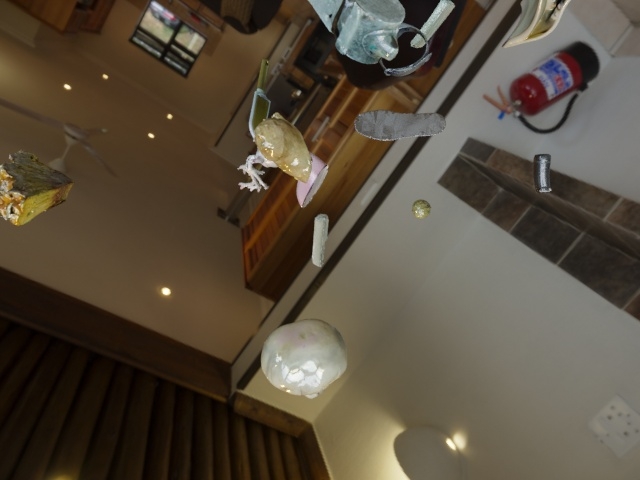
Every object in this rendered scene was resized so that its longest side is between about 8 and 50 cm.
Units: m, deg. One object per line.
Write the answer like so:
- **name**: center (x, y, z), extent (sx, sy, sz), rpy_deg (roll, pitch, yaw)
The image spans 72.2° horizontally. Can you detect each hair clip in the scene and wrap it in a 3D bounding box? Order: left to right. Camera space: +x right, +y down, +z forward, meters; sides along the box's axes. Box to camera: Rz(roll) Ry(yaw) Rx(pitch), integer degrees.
- **hair clip**: center (0.633, -0.663, 1.213), extent (0.113, 0.172, 0.282), rpy_deg (24, 173, 5)

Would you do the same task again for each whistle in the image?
- **whistle**: center (0.098, -0.754, 1.459), extent (0.405, 0.168, 0.188), rpy_deg (30, -125, -3)

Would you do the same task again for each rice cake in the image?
- **rice cake**: center (0.000, 0.000, 1.904), extent (0.052, 0.256, 0.057), rpy_deg (-17, -141, -29)
- **rice cake**: center (0.468, -0.906, 1.845), extent (0.038, 0.211, 0.124), rpy_deg (46, -142, 8)

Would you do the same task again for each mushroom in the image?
- **mushroom**: center (-0.040, 0.368, 1.327), extent (0.260, 0.234, 0.254), rpy_deg (15, -141, 40)

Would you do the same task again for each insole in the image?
- **insole**: center (0.287, -0.420, 1.597), extent (0.328, 0.111, 0.007), rpy_deg (2, -173, 11)

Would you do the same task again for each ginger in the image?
- **ginger**: center (-0.095, -0.218, 1.099), extent (0.193, 0.115, 0.122), rpy_deg (54, -144, -9)

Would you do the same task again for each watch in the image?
- **watch**: center (0.330, -0.763, 1.779), extent (0.193, 0.206, 0.068), rpy_deg (51, -163, 8)

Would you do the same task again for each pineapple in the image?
- **pineapple**: center (-0.784, -0.150, 1.193), extent (0.186, 0.114, 0.236), rpy_deg (16, -136, -39)

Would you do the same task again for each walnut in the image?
- **walnut**: center (0.438, -0.137, 1.905), extent (0.092, 0.092, 0.092), rpy_deg (33, -166, -9)

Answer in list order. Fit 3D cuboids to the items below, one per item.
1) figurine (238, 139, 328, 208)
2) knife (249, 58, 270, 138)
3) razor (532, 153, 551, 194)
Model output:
- **figurine**: center (-0.151, -0.248, 1.563), extent (0.316, 0.206, 0.284), rpy_deg (37, 163, 6)
- **knife**: center (-0.189, -0.464, 1.441), extent (0.061, 0.027, 0.342), rpy_deg (25, -122, -34)
- **razor**: center (0.812, -0.243, 1.611), extent (0.054, 0.147, 0.090), rpy_deg (-3, -172, 15)
